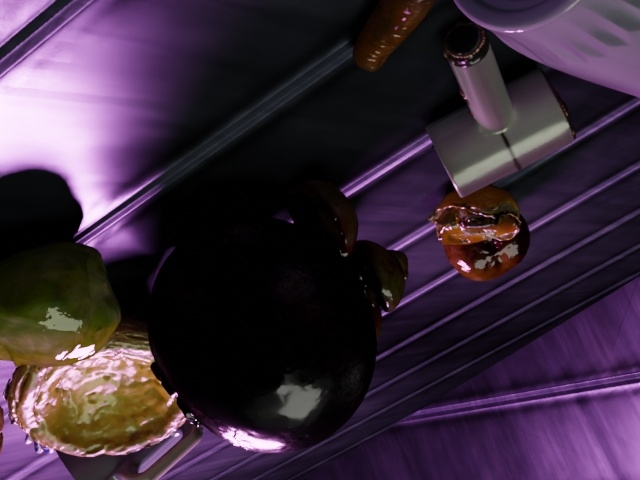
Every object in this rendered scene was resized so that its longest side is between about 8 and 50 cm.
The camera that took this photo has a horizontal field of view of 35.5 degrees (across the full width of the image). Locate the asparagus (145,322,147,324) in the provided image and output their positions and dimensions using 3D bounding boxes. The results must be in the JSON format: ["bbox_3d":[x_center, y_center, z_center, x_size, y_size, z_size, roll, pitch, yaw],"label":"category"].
[{"bbox_3d":[-0.337,0.222,1.905,0.067,0.060,0.278,-65,-177,-39],"label":"asparagus"}]

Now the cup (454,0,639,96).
[{"bbox_3d":[0.319,-0.293,1.072,0.371,0.253,0.253,1,148,-47],"label":"cup"}]

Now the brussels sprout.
[{"bbox_3d":[-0.385,0.096,1.382,0.223,0.161,0.223,-24,154,-12],"label":"brussels sprout"}]

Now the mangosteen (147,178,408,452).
[{"bbox_3d":[-0.050,0.116,1.539,0.435,0.382,0.382,-36,161,-6],"label":"mangosteen"}]

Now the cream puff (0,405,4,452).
[{"bbox_3d":[-0.632,0.272,1.440,0.343,0.231,0.327,-33,157,32],"label":"cream puff"}]

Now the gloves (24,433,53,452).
[{"bbox_3d":[-0.494,0.336,1.967,0.229,0.097,0.119,-39,178,9],"label":"gloves"}]

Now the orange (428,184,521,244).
[{"bbox_3d":[0.286,-0.052,1.850,0.170,0.112,0.160,12,161,-3],"label":"orange"}]

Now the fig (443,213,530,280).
[{"bbox_3d":[0.327,0.012,2.050,0.170,0.145,0.274,-21,173,-5],"label":"fig"}]

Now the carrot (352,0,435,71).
[{"bbox_3d":[0.088,-0.262,1.175,0.060,0.060,0.186,-14,160,-27],"label":"carrot"}]

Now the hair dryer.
[{"bbox_3d":[0.234,-0.205,1.423,0.203,0.128,0.362,-27,152,10],"label":"hair dryer"}]

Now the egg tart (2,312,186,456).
[{"bbox_3d":[-0.373,0.240,1.721,0.345,0.132,0.345,-10,135,-11],"label":"egg tart"}]

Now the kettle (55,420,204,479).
[{"bbox_3d":[-0.353,0.386,1.888,0.243,0.210,0.160,-36,121,-12],"label":"kettle"}]
